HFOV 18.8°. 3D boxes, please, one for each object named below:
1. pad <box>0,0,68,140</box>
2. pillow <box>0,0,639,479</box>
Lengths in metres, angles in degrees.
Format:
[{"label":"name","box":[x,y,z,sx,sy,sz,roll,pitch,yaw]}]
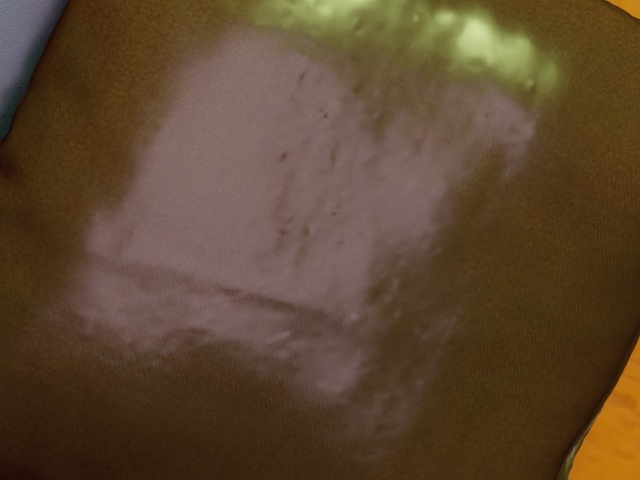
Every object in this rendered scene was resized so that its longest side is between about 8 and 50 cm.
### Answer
[{"label":"pad","box":[-0.196,-0.035,0.824,0.270,0.012,0.269,-7,106,-6]},{"label":"pillow","box":[0.000,0.000,0.805,0.305,0.108,0.308,26,96,-14]}]
